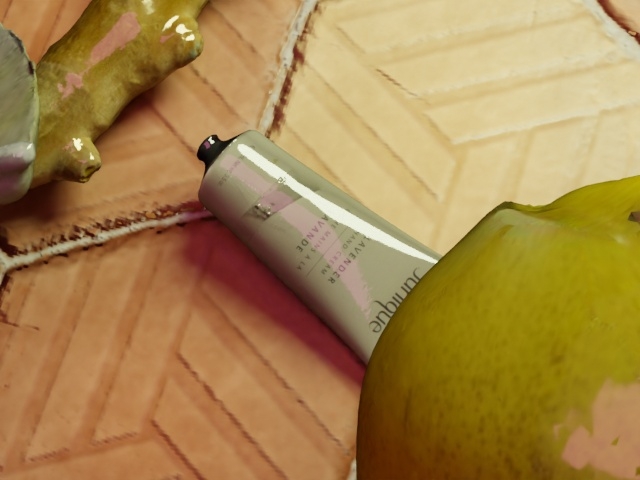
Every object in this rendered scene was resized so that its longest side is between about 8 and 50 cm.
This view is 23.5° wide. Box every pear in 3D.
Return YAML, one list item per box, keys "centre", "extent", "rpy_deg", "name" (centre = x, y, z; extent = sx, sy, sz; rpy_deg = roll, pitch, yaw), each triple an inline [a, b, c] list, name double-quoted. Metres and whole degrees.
- centre: [0.150, 0.136, 0.728]
  extent: [0.285, 0.285, 0.336]
  rpy_deg: [2, 72, 8]
  name: "pear"

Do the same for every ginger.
- centre: [-0.120, -0.145, 0.973]
  extent: [0.118, 0.065, 0.299]
  rpy_deg: [36, 81, 23]
  name: "ginger"

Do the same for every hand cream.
- centre: [0.000, 0.000, 0.916]
  extent: [0.186, 0.054, 0.087]
  rpy_deg: [39, 83, 11]
  name: "hand cream"

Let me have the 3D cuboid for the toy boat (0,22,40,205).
- centre: [-0.297, -0.064, 0.923]
  extent: [0.293, 0.111, 0.276]
  rpy_deg: [-17, 41, 3]
  name: "toy boat"
